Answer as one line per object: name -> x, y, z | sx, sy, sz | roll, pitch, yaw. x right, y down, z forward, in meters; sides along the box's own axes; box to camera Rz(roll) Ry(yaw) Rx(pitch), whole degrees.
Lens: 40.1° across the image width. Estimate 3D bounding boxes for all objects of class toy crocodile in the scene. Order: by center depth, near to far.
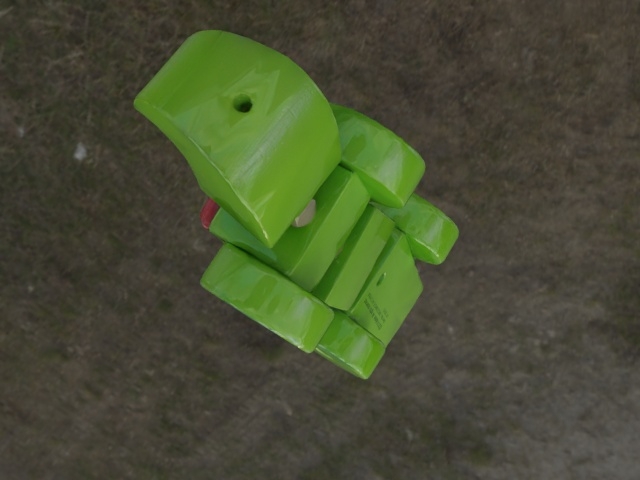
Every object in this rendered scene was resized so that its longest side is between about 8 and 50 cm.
toy crocodile -> 0.000, 0.000, 0.505 | 0.105, 0.115, 0.340 | 30, 175, 21
